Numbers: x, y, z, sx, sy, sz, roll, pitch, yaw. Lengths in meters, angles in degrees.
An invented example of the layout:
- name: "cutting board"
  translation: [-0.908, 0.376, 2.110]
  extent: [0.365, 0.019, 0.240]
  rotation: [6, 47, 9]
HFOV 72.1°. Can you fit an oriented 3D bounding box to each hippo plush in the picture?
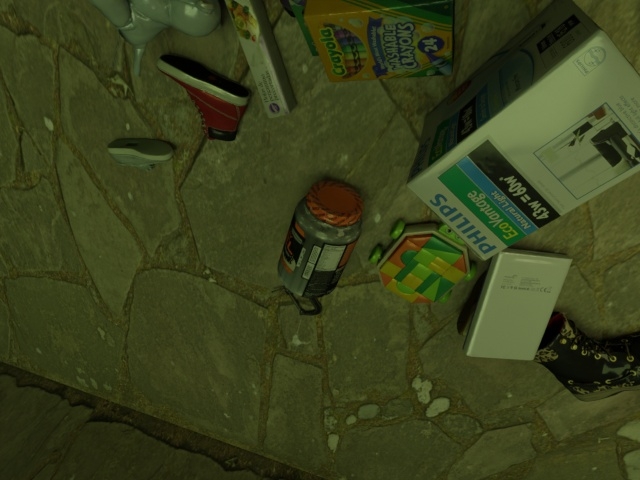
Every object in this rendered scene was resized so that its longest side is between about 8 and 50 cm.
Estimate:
- name: "hippo plush"
  translation: [-0.338, -0.515, 0.924]
  extent: [0.236, 0.234, 0.294]
  rotation: [2, 101, 3]

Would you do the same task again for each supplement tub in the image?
- name: "supplement tub"
  translation: [0.000, 0.000, 1.248]
  extent: [0.193, 0.194, 0.316]
  rotation: [23, 130, 1]

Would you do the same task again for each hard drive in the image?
- name: "hard drive"
  translation: [0.531, 0.179, 1.200]
  extent: [0.210, 0.040, 0.319]
  rotation: [6, 111, -9]

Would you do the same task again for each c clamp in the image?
- name: "c clamp"
  translation: [-0.074, 0.213, 1.558]
  extent: [0.137, 0.022, 0.161]
  rotation: [-23, 115, 27]

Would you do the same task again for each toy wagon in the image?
- name: "toy wagon"
  translation: [0.310, 0.044, 1.256]
  extent: [0.267, 0.068, 0.344]
  rotation: [30, 131, -5]

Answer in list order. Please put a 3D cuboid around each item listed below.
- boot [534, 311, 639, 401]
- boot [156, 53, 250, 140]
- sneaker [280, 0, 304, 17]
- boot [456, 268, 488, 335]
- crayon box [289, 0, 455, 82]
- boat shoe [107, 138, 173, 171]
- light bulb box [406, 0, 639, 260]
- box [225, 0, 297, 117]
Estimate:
- name: "boot"
  translation: [0.792, 0.307, 1.258]
  extent: [0.284, 0.138, 0.377]
  rotation: [33, 136, -8]
- name: "boot"
  translation: [-0.321, -0.360, 1.148]
  extent: [0.244, 0.088, 0.176]
  rotation: [27, 132, -7]
- name: "sneaker"
  translation: [0.053, -0.515, 0.905]
  extent: [0.283, 0.107, 0.124]
  rotation: [7, 158, 5]
- name: "boot"
  translation: [0.544, 0.198, 1.282]
  extent: [0.203, 0.095, 0.262]
  rotation: [17, 119, -3]
- name: "crayon box"
  translation: [0.103, -0.419, 0.888]
  extent: [0.322, 0.083, 0.203]
  rotation: [3, 165, 18]
- name: "boat shoe"
  translation: [-0.530, -0.252, 1.317]
  extent: [0.227, 0.079, 0.081]
  rotation: [10, 136, 20]
- name: "light bulb box"
  translation: [0.385, -0.215, 0.834]
  extent: [0.225, 0.358, 0.361]
  rotation: [41, 128, -12]
- name: "box"
  translation: [-0.141, -0.452, 1.023]
  extent: [0.063, 0.067, 0.324]
  rotation: [-4, 126, 23]
